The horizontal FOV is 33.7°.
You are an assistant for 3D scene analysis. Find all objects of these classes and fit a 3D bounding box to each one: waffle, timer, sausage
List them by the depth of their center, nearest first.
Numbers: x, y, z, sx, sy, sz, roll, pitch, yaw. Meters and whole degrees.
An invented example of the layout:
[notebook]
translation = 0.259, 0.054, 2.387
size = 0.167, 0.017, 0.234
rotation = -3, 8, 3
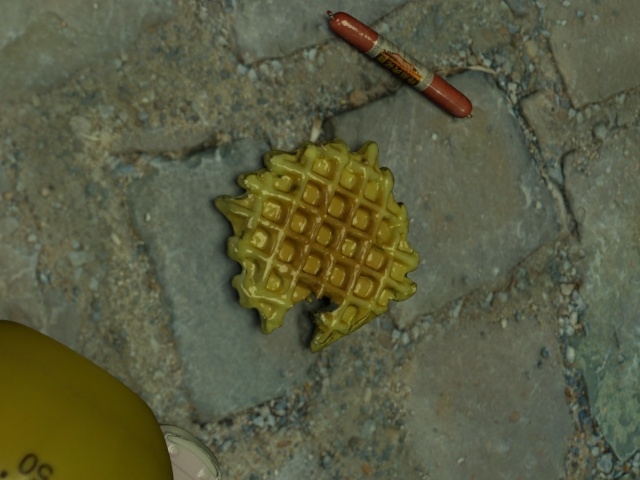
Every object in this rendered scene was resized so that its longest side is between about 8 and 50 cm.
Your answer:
[timer]
translation = -0.326, 0.273, 0.947
size = 0.376, 0.376, 0.387
rotation = 43, 66, -22
[waffle]
translation = 0.001, 0.000, 1.290
size = 0.261, 0.056, 0.250
rotation = -25, 102, -24
[sausage]
translation = 0.106, -0.225, 1.360
size = 0.253, 0.034, 0.034
rotation = 30, 76, -24

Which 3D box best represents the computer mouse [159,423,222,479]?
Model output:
[computer mouse]
translation = -0.212, 0.320, 1.170
size = 0.126, 0.056, 0.245
rotation = 43, 70, -22
